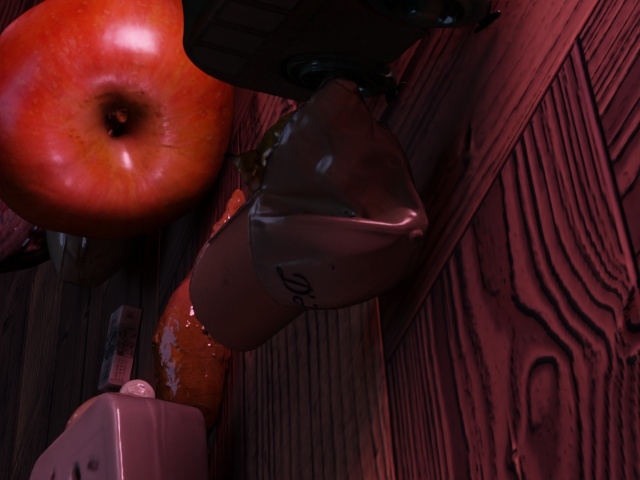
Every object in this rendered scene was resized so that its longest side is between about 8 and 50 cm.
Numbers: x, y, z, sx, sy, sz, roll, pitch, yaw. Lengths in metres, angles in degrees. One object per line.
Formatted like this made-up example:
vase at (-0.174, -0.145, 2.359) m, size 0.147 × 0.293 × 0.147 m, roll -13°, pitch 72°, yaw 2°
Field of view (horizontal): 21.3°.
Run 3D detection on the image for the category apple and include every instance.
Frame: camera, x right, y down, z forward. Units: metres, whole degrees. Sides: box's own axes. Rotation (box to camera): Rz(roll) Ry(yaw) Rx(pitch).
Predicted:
apple at (-0.196, -0.127, 1.534) m, size 0.241 × 0.242 × 0.242 m, roll -127°, pitch 52°, yaw -63°

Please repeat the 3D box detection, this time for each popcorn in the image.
popcorn at (-0.029, -0.055, 1.183) m, size 0.084 × 0.084 × 0.084 m, roll -167°, pitch 90°, yaw -74°

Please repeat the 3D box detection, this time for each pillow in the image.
pillow at (-0.216, -0.116, 1.795) m, size 0.255 × 0.120 × 0.322 m, roll -152°, pitch 74°, yaw -82°

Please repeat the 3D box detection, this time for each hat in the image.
hat at (-0.005, 0.000, 0.971) m, size 0.166 × 0.122 × 0.081 m, roll -42°, pitch 43°, yaw 14°

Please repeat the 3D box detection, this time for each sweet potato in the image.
sweet potato at (-0.098, 0.058, 1.355) m, size 0.068 × 0.068 × 0.226 m, roll 137°, pitch 143°, yaw -63°

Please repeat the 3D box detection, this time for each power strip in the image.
power strip at (-0.156, 0.273, 1.305) m, size 0.261 × 0.141 × 0.229 m, roll -44°, pitch 43°, yaw 43°

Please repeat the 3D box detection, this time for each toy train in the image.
toy train at (0.007, -0.173, 1.016) m, size 0.326 × 0.159 × 0.129 m, roll 147°, pitch 136°, yaw -70°

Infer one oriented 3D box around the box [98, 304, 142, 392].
box at (-0.207, 0.112, 1.757) m, size 0.054 × 0.024 × 0.083 m, roll 143°, pitch 138°, yaw -68°

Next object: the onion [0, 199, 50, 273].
onion at (-0.312, -0.082, 2.097) m, size 0.280 × 0.146 × 0.314 m, roll 28°, pitch 95°, yaw 60°

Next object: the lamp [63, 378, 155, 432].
lamp at (-0.176, 0.164, 1.522) m, size 0.163 × 0.091 × 0.091 m, roll -77°, pitch 5°, yaw -71°
